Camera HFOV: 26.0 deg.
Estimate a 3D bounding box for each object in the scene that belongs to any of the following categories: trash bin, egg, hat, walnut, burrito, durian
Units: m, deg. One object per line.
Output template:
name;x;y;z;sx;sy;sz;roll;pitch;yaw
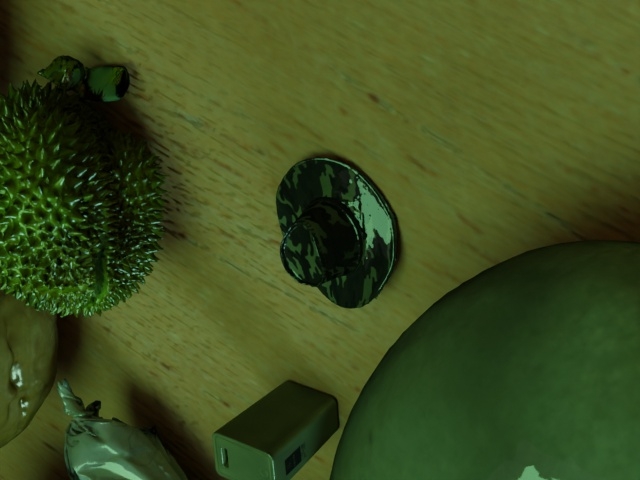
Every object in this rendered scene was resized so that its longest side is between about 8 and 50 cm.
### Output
trash bin;-0.034;0.154;1.106;0.061;0.092;0.043;16;126;32
egg;0.142;0.149;0.842;0.258;0.258;0.352;47;130;6
hat;0.000;0.000;1.011;0.121;0.050;0.121;20;125;31
walnut;-0.334;0.094;1.244;0.195;0.195;0.221;30;126;22
burrito;-0.107;0.310;1.242;0.445;0.101;0.139;55;157;3
durian;-0.211;-0.032;1.085;0.146;0.159;0.198;-13;107;38
